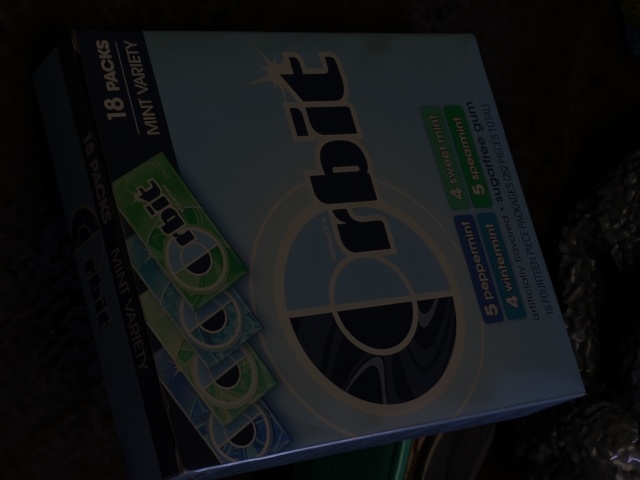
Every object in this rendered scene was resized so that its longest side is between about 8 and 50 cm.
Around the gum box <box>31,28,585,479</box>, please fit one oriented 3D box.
[{"bbox_3d":[0.000,0.000,0.532,0.184,0.041,0.157,-6,74,-37],"label":"gum box"}]

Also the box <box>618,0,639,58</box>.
[{"bbox_3d":[0.269,-0.254,0.630,0.290,0.177,0.279,-33,120,-26],"label":"box"}]

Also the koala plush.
[{"bbox_3d":[0.231,0.043,0.642,0.196,0.221,0.203,6,95,-36],"label":"koala plush"}]

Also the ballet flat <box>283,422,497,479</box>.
[{"bbox_3d":[0.011,0.170,0.600,0.096,0.095,0.280,27,85,-49],"label":"ballet flat"}]
